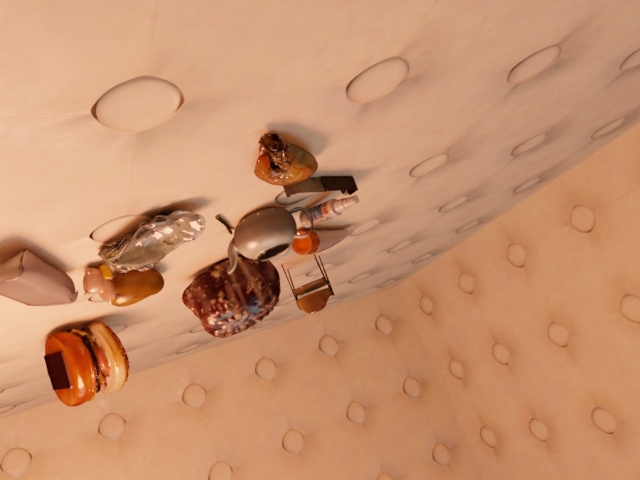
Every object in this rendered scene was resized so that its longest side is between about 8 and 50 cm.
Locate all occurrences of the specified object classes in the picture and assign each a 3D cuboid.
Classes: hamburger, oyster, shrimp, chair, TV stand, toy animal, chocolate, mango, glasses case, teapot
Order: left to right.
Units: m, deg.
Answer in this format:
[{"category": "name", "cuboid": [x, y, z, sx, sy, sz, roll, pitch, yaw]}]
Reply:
[{"category": "glasses case", "cuboid": [-0.700, 0.097, 1.291, 0.129, 0.083, 0.308, -15, 164, -8]}, {"category": "hamburger", "cuboid": [-0.821, 0.432, 1.907, 0.291, 0.290, 0.225, -36, 169, 40]}, {"category": "toy animal", "cuboid": [-0.613, 0.122, 1.467, 0.092, 0.114, 0.082, 5, -161, 39]}, {"category": "mango", "cuboid": [-0.552, 0.139, 1.629, 0.136, 0.099, 0.227, -32, 171, 16]}, {"category": "oyster", "cuboid": [-0.418, 0.002, 1.358, 0.200, 0.087, 0.252, 6, 142, -43]}, {"category": "chocolate", "cuboid": [-0.285, 0.204, 1.862, 0.340, 0.210, 0.225, -27, 131, -13]}, {"category": "teapot", "cuboid": [-0.160, -0.013, 1.607, 0.295, 0.129, 0.193, -22, 166, -2]}, {"category": "shrimp", "cuboid": [-0.094, -0.184, 1.254, 0.146, 0.061, 0.267, -16, 169, 11]}, {"category": "chair", "cuboid": [-0.045, 0.189, 2.256, 0.159, 0.246, 0.172, -24, 166, 5]}, {"category": "TV stand", "cuboid": [0.003, -0.151, 1.524, 0.257, 0.048, 0.040, -8, 161, -46]}]

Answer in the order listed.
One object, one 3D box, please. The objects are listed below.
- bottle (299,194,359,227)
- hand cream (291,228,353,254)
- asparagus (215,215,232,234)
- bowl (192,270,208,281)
[{"category": "bottle", "cuboid": [0.029, -0.094, 1.656, 0.217, 0.060, 0.060, -18, 172, 39]}, {"category": "hand cream", "cuboid": [0.000, 0.000, 2.001, 0.140, 0.089, 0.314, -29, 172, 29]}, {"category": "asparagus", "cuboid": [-0.275, -0.045, 1.552, 0.016, 0.016, 0.163, -48, 167, -8]}, {"category": "bowl", "cuboid": [-0.372, 0.166, 2.004, 0.189, 0.085, 0.189, -22, 166, -6]}]
